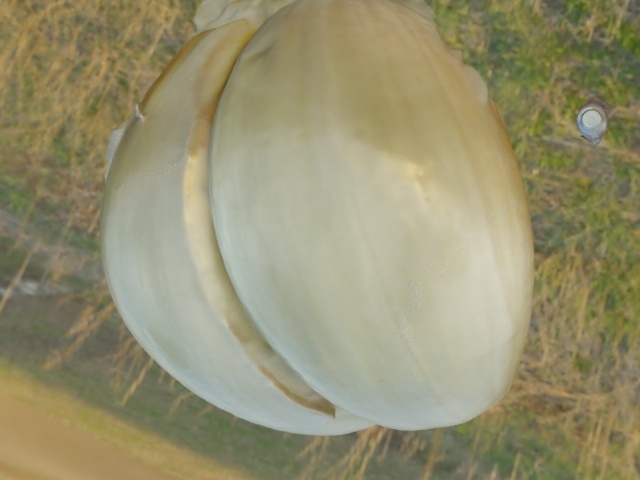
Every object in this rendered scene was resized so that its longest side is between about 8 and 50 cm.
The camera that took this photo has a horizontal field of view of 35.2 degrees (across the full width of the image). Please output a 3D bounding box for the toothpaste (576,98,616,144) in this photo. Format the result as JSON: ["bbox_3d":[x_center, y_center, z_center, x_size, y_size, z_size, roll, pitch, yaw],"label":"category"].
[{"bbox_3d":[0.443,-0.192,1.624,0.048,0.075,0.301,23,-169,14],"label":"toothpaste"}]

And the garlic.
[{"bbox_3d":[0.000,0.000,0.627,0.286,0.249,0.313,-2,106,23],"label":"garlic"}]
